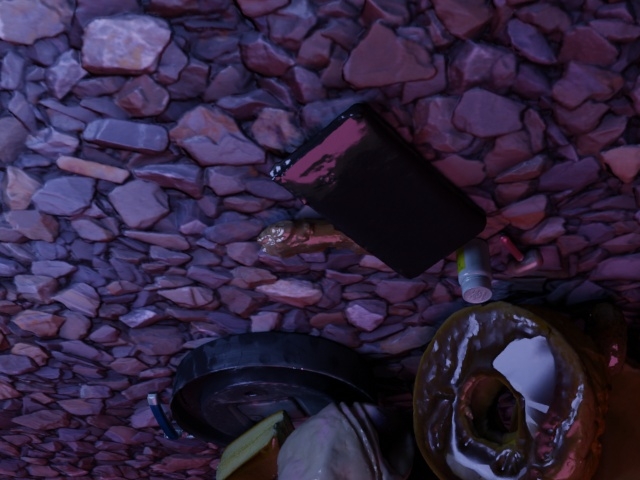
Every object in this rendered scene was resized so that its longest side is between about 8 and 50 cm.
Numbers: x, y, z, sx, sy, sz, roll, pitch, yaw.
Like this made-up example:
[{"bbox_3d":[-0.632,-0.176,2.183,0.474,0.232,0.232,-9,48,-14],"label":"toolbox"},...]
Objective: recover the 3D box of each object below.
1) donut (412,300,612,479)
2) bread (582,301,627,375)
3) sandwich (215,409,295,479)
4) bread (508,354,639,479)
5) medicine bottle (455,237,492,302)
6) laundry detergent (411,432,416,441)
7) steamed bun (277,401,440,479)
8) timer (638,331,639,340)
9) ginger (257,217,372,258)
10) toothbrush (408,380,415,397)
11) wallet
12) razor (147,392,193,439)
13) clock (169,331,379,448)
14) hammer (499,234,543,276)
[{"bbox_3d":[0.298,0.254,1.197,0.159,0.330,0.330,4,149,-38],"label":"donut"},{"bbox_3d":[0.432,0.145,1.191,0.060,0.113,0.082,2,151,11],"label":"bread"},{"bbox_3d":[-0.104,0.390,1.423,0.088,0.090,0.244,24,135,-22],"label":"sandwich"},{"bbox_3d":[0.473,0.421,1.294,0.250,0.395,0.361,21,151,-13],"label":"bread"},{"bbox_3d":[0.213,0.041,1.079,0.047,0.083,0.047,2,142,2],"label":"medicine bottle"},{"bbox_3d":[0.230,0.527,1.564,0.305,0.287,0.287,-6,143,9],"label":"laundry detergent"},{"bbox_3d":[0.084,0.390,1.299,0.206,0.275,0.320,-44,161,12],"label":"steamed bun"},{"bbox_3d":[0.671,0.165,1.069,0.375,0.377,0.387,-3,-173,5],"label":"timer"},{"bbox_3d":[0.002,-0.002,1.053,0.173,0.051,0.069,5,147,-3],"label":"ginger"},{"bbox_3d":[0.241,0.387,1.422,0.026,0.294,0.028,-29,169,-9],"label":"toothbrush"},{"bbox_3d":[0.084,-0.050,0.982,0.146,0.030,0.285,-39,128,20],"label":"wallet"},{"bbox_3d":[-0.308,0.360,1.556,0.068,0.037,0.191,-3,143,8],"label":"razor"},{"bbox_3d":[-0.082,0.288,1.425,0.385,0.077,0.386,0,143,0],"label":"clock"},{"bbox_3d":[0.274,0.018,1.093,0.052,0.031,0.083,-28,129,28],"label":"hammer"}]
